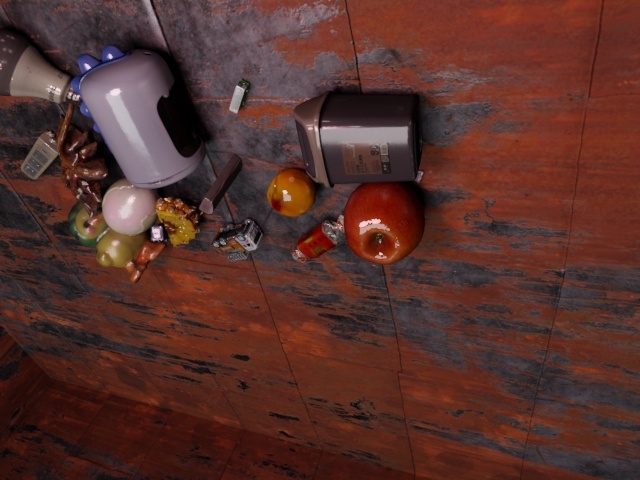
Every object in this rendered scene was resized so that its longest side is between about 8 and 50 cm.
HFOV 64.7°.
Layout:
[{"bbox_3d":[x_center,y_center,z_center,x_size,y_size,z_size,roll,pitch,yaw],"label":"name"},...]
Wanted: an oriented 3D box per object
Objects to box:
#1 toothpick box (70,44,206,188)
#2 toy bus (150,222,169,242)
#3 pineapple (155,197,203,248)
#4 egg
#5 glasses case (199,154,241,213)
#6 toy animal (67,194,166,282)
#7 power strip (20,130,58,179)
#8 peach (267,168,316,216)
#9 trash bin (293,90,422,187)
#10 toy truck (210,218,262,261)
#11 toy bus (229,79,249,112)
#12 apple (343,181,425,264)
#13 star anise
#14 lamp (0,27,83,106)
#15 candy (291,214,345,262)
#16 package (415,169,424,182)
[{"bbox_3d":[-0.486,-0.336,1.335,0.262,0.263,0.355,3,132,24],"label":"toothpick box"},{"bbox_3d":[-0.548,-0.028,1.750,0.047,0.166,0.065,-3,95,-6],"label":"toy bus"},{"bbox_3d":[-0.458,-0.061,1.695,0.135,0.080,0.233,-5,151,-4],"label":"pineapple"},{"bbox_3d":[-0.620,-0.121,1.664,0.183,0.183,0.217,31,140,-5],"label":"egg"},{"bbox_3d":[-0.284,-0.162,1.451,0.042,0.191,0.072,27,142,-3],"label":"glasses case"},{"bbox_3d":[-0.746,-0.017,1.827,0.338,0.216,0.191,42,163,-16],"label":"toy animal"},{"bbox_3d":[-0.984,-0.292,1.777,0.285,0.048,0.080,-23,118,42],"label":"power strip"},{"bbox_3d":[-0.080,-0.131,1.431,0.138,0.138,0.138,14,137,13],"label":"peach"},{"bbox_3d":[0.089,-0.240,1.201,0.290,0.182,0.210,2,133,17],"label":"trash bin"},{"bbox_3d":[-0.269,0.003,1.693,0.177,0.080,0.115,-13,130,37],"label":"toy truck"},{"bbox_3d":[-0.211,-0.375,1.314,0.031,0.037,0.083,29,138,-3],"label":"toy bus"},{"bbox_3d":[0.166,-0.052,1.335,0.218,0.201,0.218,9,130,11],"label":"apple"},{"bbox_3d":[-0.783,-0.251,1.629,0.292,0.109,0.349,49,134,4],"label":"star anise"},{"bbox_3d":[-0.827,-0.483,1.427,0.313,0.182,0.182,14,139,-8],"label":"lamp"},{"bbox_3d":[0.000,-0.001,1.569,0.086,0.059,0.292,44,135,-14],"label":"candy"},{"bbox_3d":[0.213,-0.182,1.314,0.110,0.015,0.037,20,133,5],"label":"package"}]
